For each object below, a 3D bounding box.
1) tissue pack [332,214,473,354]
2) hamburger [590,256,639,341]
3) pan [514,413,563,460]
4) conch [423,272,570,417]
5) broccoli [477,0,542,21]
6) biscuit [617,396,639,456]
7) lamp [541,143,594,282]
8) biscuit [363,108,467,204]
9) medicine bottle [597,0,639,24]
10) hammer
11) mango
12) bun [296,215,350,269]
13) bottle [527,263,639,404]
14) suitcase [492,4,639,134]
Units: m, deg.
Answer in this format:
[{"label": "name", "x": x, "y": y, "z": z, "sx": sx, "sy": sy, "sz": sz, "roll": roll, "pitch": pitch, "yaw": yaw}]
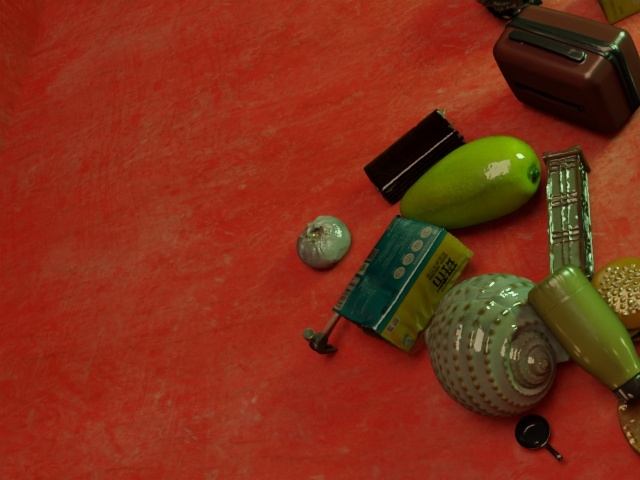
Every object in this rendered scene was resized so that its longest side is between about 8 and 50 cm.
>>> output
[{"label": "tissue pack", "x": 0.179, "y": 0.093, "z": 1.912, "sx": 0.271, "sy": 0.134, "sz": 0.192, "roll": -55, "pitch": 32, "yaw": -8}, {"label": "hamburger", "x": 0.583, "y": 0.111, "z": 1.668, "sx": 0.162, "sy": 0.115, "sz": 0.162, "roll": -16, "pitch": 55, "yaw": 25}, {"label": "pan", "x": 0.416, "y": 0.378, "z": 1.662, "sx": 0.068, "sy": 0.023, "sz": 0.115, "roll": -44, "pitch": 45, "yaw": 0}, {"label": "conch", "x": 0.328, "y": 0.179, "z": 1.732, "sx": 0.319, "sy": 0.215, "sz": 0.303, "roll": 24, "pitch": 66, "yaw": 40}, {"label": "broccoli", "x": 0.500, "y": -0.669, "z": 2.210, "sx": 0.243, "sy": 0.263, "sz": 0.247, "roll": -23, "pitch": 82, "yaw": -13}, {"label": "biscuit", "x": 0.704, "y": 0.270, "z": 1.528, "sx": 0.376, "sy": 0.051, "sz": 0.269, "roll": -23, "pitch": 49, "yaw": 22}, {"label": "lamp", "x": 0.514, "y": -0.038, "z": 1.828, "sx": 0.089, "sy": 0.090, "sz": 0.325, "roll": -11, "pitch": 55, "yaw": 27}, {"label": "biscuit", "x": 0.229, "y": -0.206, "z": 2.132, "sx": 0.252, "sy": 0.070, "sz": 0.106, "roll": -40, "pitch": 48, "yaw": 5}, {"label": "medicine bottle", "x": 0.746, "y": -0.632, "z": 2.033, "sx": 0.250, "sy": 0.137, "sz": 0.141, "roll": -23, "pitch": 50, "yaw": 18}, {"label": "hammer", "x": 0.062, "y": 0.135, "z": 2.009, "sx": 0.033, "sy": 0.111, "sz": 0.288, "roll": 19, "pitch": 64, "yaw": 36}, {"label": "mango", "x": 0.323, "y": -0.121, "z": 1.960, "sx": 0.343, "sy": 0.156, "sz": 0.192, "roll": -19, "pitch": 43, "yaw": 29}, {"label": "bun", "x": 0.000, "y": 0.000, "z": 2.137, "sx": 0.141, "sy": 0.083, "sz": 0.141, "roll": -17, "pitch": 56, "yaw": 26}, {"label": "bottle", "x": 0.490, "y": 0.171, "z": 1.591, "sx": 0.112, "sy": 0.112, "sz": 0.260, "roll": -37, "pitch": 75, "yaw": 6}, {"label": "suitcase", "x": 0.543, "y": -0.375, "z": 1.928, "sx": 0.161, "sy": 0.236, "sz": 0.297, "roll": -51, "pitch": 47, "yaw": -5}]
